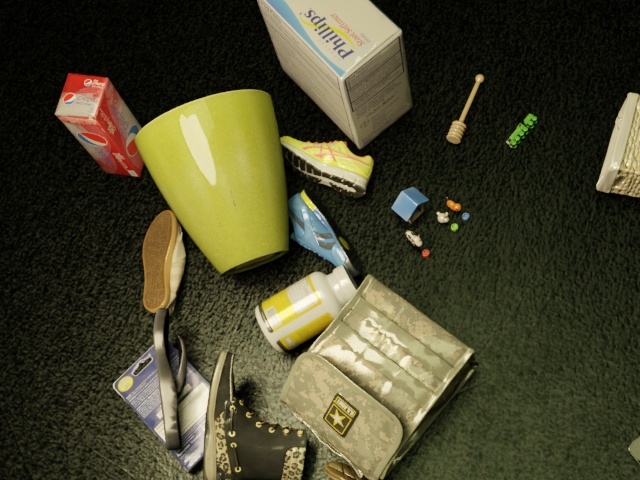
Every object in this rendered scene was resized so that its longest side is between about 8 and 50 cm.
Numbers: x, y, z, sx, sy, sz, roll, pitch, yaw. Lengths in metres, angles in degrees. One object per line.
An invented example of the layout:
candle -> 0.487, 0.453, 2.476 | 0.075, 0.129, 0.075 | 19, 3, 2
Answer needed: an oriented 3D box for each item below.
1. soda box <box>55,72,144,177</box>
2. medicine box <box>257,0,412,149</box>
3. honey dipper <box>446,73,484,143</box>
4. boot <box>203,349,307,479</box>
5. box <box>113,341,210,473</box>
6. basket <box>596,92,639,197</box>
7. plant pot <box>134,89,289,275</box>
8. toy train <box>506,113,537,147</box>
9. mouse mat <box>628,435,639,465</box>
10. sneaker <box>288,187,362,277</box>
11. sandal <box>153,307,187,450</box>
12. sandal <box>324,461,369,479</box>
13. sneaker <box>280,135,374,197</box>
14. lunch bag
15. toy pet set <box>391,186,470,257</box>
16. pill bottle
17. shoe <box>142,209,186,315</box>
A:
soda box -> -0.421, -0.222, 1.744 | 0.083, 0.263, 0.092 | 9, 71, 11
medicine box -> 0.033, -0.363, 1.711 | 0.149, 0.289, 0.263 | -39, 69, -6
honey dipper -> 0.293, -0.268, 1.776 | 0.030, 0.030, 0.160 | 19, 70, 15
boot -> -0.112, 0.316, 1.558 | 0.179, 0.085, 0.236 | 5, 87, -4
box -> -0.265, 0.301, 1.641 | 0.136, 0.036, 0.225 | -44, 70, -9
basket -> 0.593, -0.170, 1.646 | 0.103, 0.113, 0.167 | 18, 73, 11
plant pot -> -0.174, -0.093, 1.677 | 0.275, 0.275, 0.293 | -20, 83, 1
toy train -> 0.396, -0.216, 1.745 | 0.024, 0.017, 0.083 | 36, 78, 30
mouse mat -> 0.638, 0.355, 1.493 | 0.190, 0.007, 0.152 | -35, 68, -6
sneaker -> 0.000, 0.000, 1.706 | 0.082, 0.069, 0.209 | -41, 70, 14
sandal -> -0.264, 0.247, 1.601 | 0.054, 0.097, 0.254 | -8, 77, -7
sandal -> 0.078, 0.443, 1.523 | 0.180, 0.072, 0.049 | 31, 98, 14
sneaker -> 0.012, -0.164, 1.760 | 0.208, 0.081, 0.094 | 26, 68, 11
lunch bag -> 0.093, 0.245, 1.539 | 0.235, 0.169, 0.287 | 37, 84, 21
toy pet set -> 0.203, -0.052, 1.686 | 0.122, 0.065, 0.114 | -43, 69, -9
pill bottle -> -0.019, 0.121, 1.624 | 0.184, 0.103, 0.103 | -30, 67, 6
shoe -> -0.306, 0.046, 1.741 | 0.077, 0.058, 0.219 | -11, 62, 26
